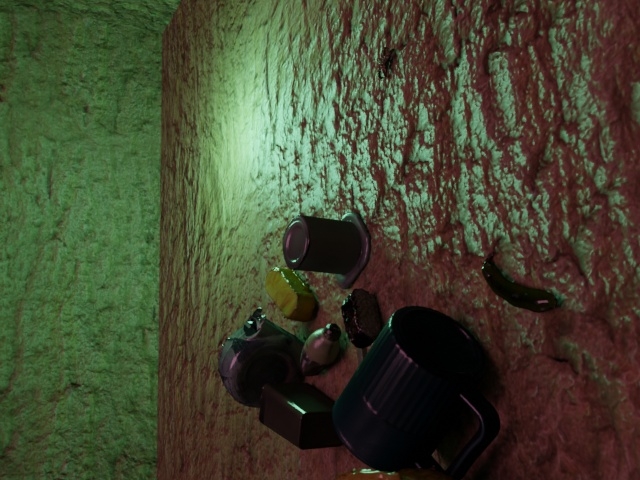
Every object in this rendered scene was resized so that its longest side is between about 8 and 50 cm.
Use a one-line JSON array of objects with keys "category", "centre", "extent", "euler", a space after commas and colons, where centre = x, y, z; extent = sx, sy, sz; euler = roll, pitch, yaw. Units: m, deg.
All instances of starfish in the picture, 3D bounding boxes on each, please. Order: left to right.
[{"category": "starfish", "centre": [0.174, -0.486, 1.938], "extent": [0.078, 0.028, 0.091], "euler": [-28, 56, 60]}]

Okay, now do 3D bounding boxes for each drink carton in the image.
[{"category": "drink carton", "centre": [0.008, 0.008, 1.985], "extent": [0.191, 0.189, 0.185], "euler": [-54, 38, 38]}]

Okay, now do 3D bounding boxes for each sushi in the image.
[{"category": "sushi", "centre": [0.107, 0.205, 1.872], "extent": [0.078, 0.090, 0.150], "euler": [-50, 42, 42]}]

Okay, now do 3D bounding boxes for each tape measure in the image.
[{"category": "tape measure", "centre": [-0.179, 0.373, 2.209], "extent": [0.275, 0.256, 0.147], "euler": [-53, 31, 2]}]

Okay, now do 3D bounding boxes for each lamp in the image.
[{"category": "lamp", "centre": [-0.004, 0.318, 2.048], "extent": [0.250, 0.101, 0.101], "euler": [-59, 37, 44]}]

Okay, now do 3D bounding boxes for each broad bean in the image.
[{"category": "broad bean", "centre": [0.385, 0.094, 1.422], "extent": [0.227, 0.039, 0.069], "euler": [45, 118, 56]}]

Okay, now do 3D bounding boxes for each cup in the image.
[{"category": "cup", "centre": [0.196, 0.332, 1.513], "extent": [0.308, 0.242, 0.292], "euler": [-103, 33, -55]}]

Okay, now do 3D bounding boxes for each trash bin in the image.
[{"category": "trash bin", "centre": [-0.047, 0.498, 2.039], "extent": [0.240, 0.164, 0.122], "euler": [13, 98, 59]}]

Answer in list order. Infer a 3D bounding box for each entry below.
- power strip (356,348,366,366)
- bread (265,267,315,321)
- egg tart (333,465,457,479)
[{"category": "power strip", "centre": [0.112, 0.316, 1.918], "extent": [0.027, 0.017, 0.083], "euler": [-40, 51, 54]}, {"category": "bread", "centre": [-0.092, 0.167, 2.256], "extent": [0.245, 0.094, 0.102], "euler": [45, 115, 55]}, {"category": "egg tart", "centre": [0.215, 0.588, 1.405], "extent": [0.443, 0.178, 0.443], "euler": [25, 136, 26]}]
